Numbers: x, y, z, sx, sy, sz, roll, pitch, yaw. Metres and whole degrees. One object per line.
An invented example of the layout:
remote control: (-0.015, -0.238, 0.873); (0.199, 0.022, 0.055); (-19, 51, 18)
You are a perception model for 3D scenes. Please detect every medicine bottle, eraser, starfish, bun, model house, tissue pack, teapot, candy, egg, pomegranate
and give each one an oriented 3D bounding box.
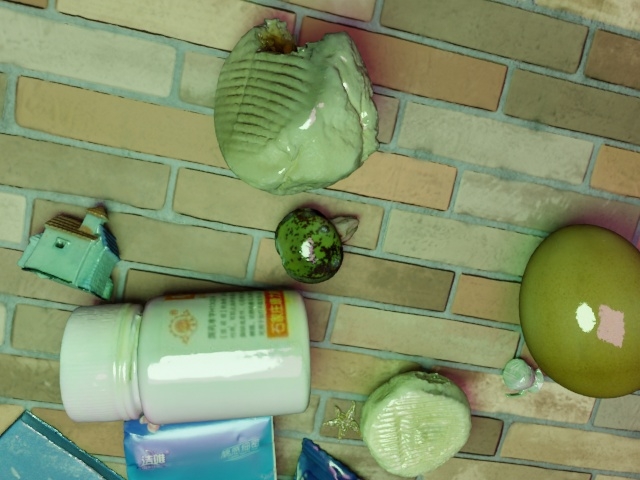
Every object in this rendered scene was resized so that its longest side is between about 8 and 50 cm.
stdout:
medicine bottle: (-0.217, 0.201, 0.962); (0.389, 0.219, 0.219); (-3, 103, -6)
eraser: (-0.490, 0.473, 1.077); (0.312, 0.042, 0.144); (43, 94, -14)
starfish: (0.055, 0.369, 1.140); (0.086, 0.016, 0.092); (25, 96, -14)
bun: (0.185, 0.346, 1.090); (0.221, 0.134, 0.220); (-3, 109, -10)
model house: (-0.411, 0.010, 0.962); (0.148, 0.119, 0.148); (20, 77, 9)
tissue pack: (-0.218, 0.391, 1.045); (0.270, 0.137, 0.209); (-2, 101, -6)
teapot: (0.412, 0.288, 1.143); (0.064, 0.064, 0.083); (24, 94, -20)
candy: (-0.055, 0.577, 1.091); (0.187, 0.077, 0.331); (40, 73, -5)
egg: (0.493, 0.128, 1.019); (0.250, 0.250, 0.322); (-16, 100, -3)
pomegranate: (-0.009, 0.005, 1.009); (0.126, 0.163, 0.138); (-28, 90, 39)
bun: (-0.028, -0.195, 0.893); (0.205, 0.282, 0.281); (16, 102, -45)
